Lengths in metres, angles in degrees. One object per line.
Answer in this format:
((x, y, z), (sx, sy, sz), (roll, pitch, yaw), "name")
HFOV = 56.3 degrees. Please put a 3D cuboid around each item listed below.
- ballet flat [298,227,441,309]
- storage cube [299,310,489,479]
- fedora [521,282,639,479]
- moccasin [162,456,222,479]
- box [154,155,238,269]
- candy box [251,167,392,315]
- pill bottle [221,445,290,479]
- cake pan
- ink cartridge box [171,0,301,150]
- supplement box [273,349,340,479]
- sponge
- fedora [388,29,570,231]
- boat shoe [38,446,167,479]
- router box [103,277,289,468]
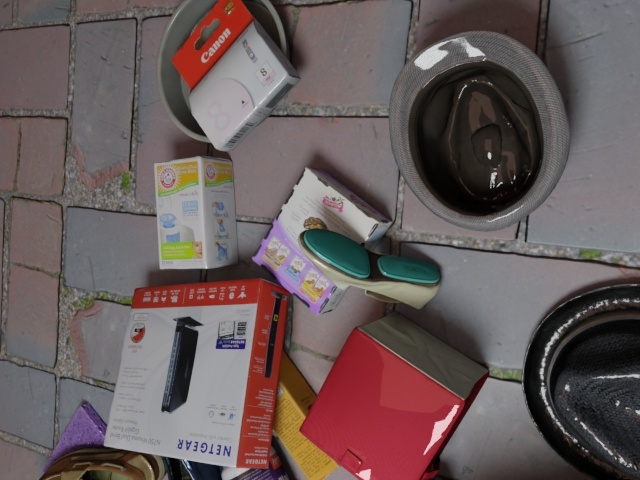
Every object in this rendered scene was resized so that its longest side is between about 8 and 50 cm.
((0.070, 0.053, 0.941), (0.248, 0.086, 0.086), (18, 103, -15), "ballet flat")
((0.116, 0.245, 0.920), (0.215, 0.183, 0.193), (33, 105, 22), "storage cube")
((0.428, 0.212, 0.778), (0.333, 0.152, 0.334), (1, 92, 27), "fedora")
((-0.246, 0.530, 1.151), (0.137, 0.116, 0.342), (-23, 81, 26), "moccasin")
((-0.234, -0.050, 1.130), (0.114, 0.103, 0.203), (-2, 91, 26), "box")
((0.000, 0.000, 1.033), (0.165, 0.070, 0.196), (39, 109, 20), "candy box")
((-0.113, 0.441, 1.086), (0.108, 0.108, 0.194), (-34, 77, 24), "pill bottle")
((-0.179, -0.328, 1.120), (0.293, 0.054, 0.294), (1, 92, 27), "cake pan")
((-0.169, -0.305, 1.056), (0.189, 0.066, 0.232), (-41, 78, 23), "ink cartridge box")
((-0.044, 0.309, 1.063), (0.080, 0.078, 0.233), (-47, 72, 21), "supplement box")
((-0.542, 0.484, 1.348), (0.117, 0.031, 0.210), (39, 107, 19), "sponge")
((0.235, -0.156, 0.876), (0.243, 0.124, 0.276), (-23, 90, 28), "fedora")
((-0.478, 0.501, 1.241), (0.323, 0.120, 0.123), (-23, 93, 18), "boat shoe")
((-0.223, 0.230, 1.071), (0.335, 0.082, 0.301), (-7, 68, 34), "router box")
